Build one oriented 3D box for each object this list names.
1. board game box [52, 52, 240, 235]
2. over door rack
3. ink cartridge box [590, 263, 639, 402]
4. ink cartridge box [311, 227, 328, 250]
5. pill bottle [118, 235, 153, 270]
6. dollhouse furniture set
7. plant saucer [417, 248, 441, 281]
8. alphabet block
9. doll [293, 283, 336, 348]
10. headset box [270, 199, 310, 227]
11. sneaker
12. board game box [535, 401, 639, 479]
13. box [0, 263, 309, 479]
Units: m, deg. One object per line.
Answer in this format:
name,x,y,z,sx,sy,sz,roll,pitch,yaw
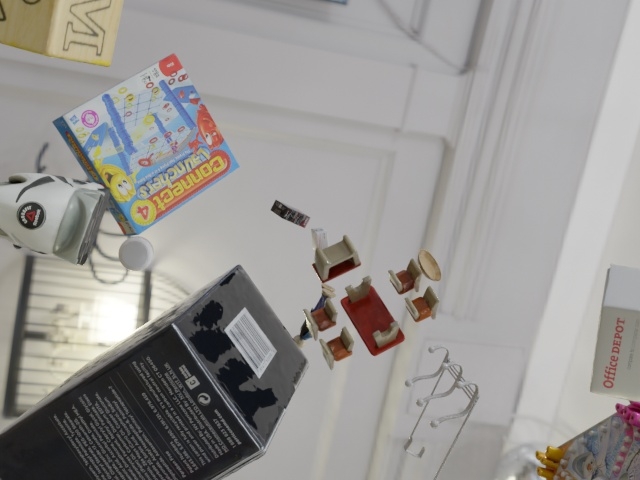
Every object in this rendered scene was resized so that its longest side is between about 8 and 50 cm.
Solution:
board game box,-0.386,-0.217,1.849,0.086,0.308,0.302,-2,-58,58
over door rack,0.279,0.451,2.041,0.239,0.108,0.324,-121,-137,-71
ink cartridge box,0.654,0.187,1.459,0.129,0.307,0.223,-57,149,-47
ink cartridge box,0.000,0.000,1.862,0.083,0.028,0.048,-137,-139,-77
pill bottle,-0.464,0.033,2.057,0.152,0.086,0.086,-171,-92,-80
dollhouse furniture set,0.085,0.128,1.763,0.259,0.262,0.135,59,-12,28
plant saucer,0.244,0.059,1.856,0.015,0.083,0.083,-34,-136,29
alphabet block,-0.451,-0.410,1.347,0.193,0.192,0.197,-16,121,-70
doll,-0.019,0.208,2.176,0.189,0.046,0.129,-62,-170,15
headset box,-0.070,-0.063,1.981,0.062,0.083,0.032,35,-82,50
sneaker,-0.370,-0.040,1.107,0.330,0.146,0.122,166,-59,-77
board game box,0.582,0.568,1.733,0.390,0.050,0.390,123,-18,-50
box,-0.325,0.331,1.676,0.471,0.297,0.480,-34,-176,13
